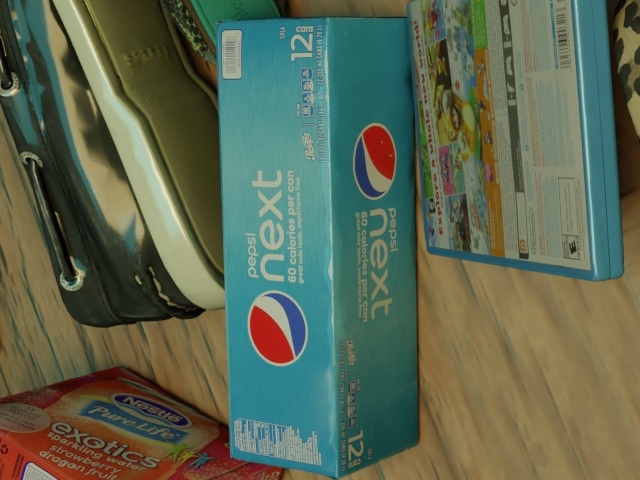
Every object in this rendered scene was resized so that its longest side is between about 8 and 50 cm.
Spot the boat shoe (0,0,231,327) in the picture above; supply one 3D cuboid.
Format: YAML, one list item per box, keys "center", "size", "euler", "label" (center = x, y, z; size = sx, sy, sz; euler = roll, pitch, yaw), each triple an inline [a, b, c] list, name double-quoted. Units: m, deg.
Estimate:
- center: [-0.138, -0.112, 0.746]
  size: [0.113, 0.127, 0.340]
  euler: [-22, 93, 24]
  label: "boat shoe"

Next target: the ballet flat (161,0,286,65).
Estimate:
- center: [-0.070, -0.159, 0.679]
  size: [0.070, 0.070, 0.188]
  euler: [21, 148, 32]
  label: "ballet flat"

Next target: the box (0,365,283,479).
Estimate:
- center: [-0.128, 0.214, 0.787]
  size: [0.128, 0.122, 0.257]
  euler: [25, 111, 31]
  label: "box"

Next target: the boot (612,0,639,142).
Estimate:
- center: [0.273, -0.004, 0.453]
  size: [0.284, 0.138, 0.377]
  euler: [-30, 75, 34]
  label: "boot"

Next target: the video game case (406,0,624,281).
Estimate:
- center: [0.076, -0.049, 0.609]
  size: [0.166, 0.015, 0.119]
  euler: [-170, 74, -72]
  label: "video game case"

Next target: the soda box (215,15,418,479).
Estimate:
- center: [0.000, 0.000, 0.695]
  size: [0.067, 0.071, 0.210]
  euler: [5, 100, 36]
  label: "soda box"
